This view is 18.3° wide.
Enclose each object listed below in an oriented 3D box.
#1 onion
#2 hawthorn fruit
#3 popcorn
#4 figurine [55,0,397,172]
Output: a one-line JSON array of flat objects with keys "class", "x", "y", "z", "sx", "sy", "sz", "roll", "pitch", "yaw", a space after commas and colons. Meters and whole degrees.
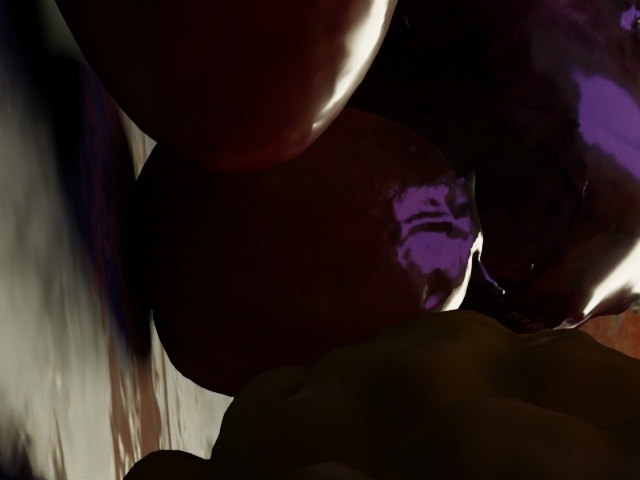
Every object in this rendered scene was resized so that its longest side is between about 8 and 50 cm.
[{"class": "onion", "x": 0.063, "y": -0.069, "z": 0.916, "sx": 0.219, "sy": 0.252, "sz": 0.252, "roll": -40, "pitch": -145, "yaw": 37}, {"class": "hawthorn fruit", "x": 0.000, "y": 0.000, "z": 0.521, "sx": 0.081, "sy": 0.093, "sz": 0.081, "roll": -7, "pitch": 90, "yaw": -88}, {"class": "popcorn", "x": 0.046, "y": 0.126, "z": 0.371, "sx": 0.200, "sy": 0.203, "sz": 0.226, "roll": 22, "pitch": -22, "yaw": 51}, {"class": "figurine", "x": 0.015, "y": -0.188, "z": 0.377, "sx": 0.211, "sy": 0.261, "sz": 0.269, "roll": 33, "pitch": 56, "yaw": -33}]
